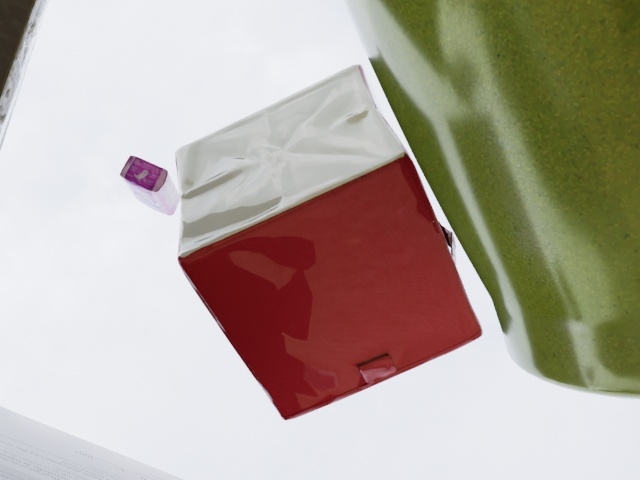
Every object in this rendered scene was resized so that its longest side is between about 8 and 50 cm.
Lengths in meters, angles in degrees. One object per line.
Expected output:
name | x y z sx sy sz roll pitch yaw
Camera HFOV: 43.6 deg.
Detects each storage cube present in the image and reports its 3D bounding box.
storage cube | 0.000 0.000 0.683 0.215 0.184 0.193 -23 -56 6

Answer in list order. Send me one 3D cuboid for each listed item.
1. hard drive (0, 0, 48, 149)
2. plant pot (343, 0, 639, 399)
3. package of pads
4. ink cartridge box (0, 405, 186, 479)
hard drive | -0.252 -0.098 0.568 0.064 0.237 0.339 19 -133 -21
plant pot | 0.187 -0.116 0.452 0.366 0.366 0.353 -18 -81 -19
package of pads | -0.187 -0.060 0.890 0.050 0.083 0.032 23 -106 7
ink cartridge box | -0.167 0.258 0.588 0.309 0.272 0.130 27 -93 -13
